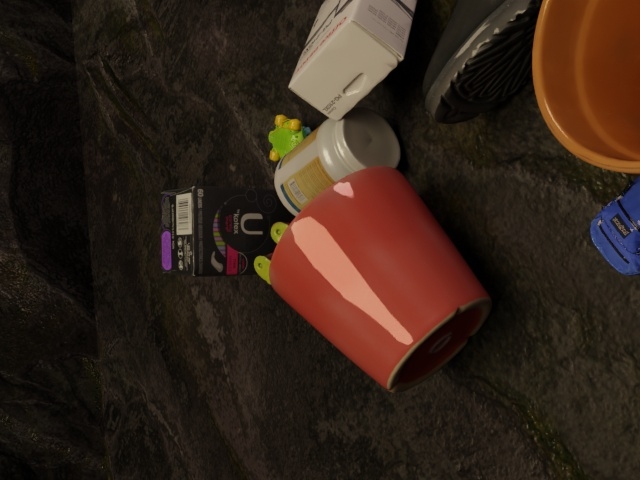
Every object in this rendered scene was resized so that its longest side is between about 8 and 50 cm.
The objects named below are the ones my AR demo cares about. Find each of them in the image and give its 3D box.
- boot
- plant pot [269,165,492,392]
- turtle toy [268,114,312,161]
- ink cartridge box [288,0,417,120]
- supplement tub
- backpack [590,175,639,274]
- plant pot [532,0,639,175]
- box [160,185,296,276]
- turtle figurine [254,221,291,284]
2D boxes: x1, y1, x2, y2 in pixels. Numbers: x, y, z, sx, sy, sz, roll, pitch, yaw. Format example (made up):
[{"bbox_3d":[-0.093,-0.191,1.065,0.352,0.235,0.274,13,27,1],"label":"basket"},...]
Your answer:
[{"bbox_3d":[0.180,-0.437,0.887,0.367,0.146,0.445,-48,58,29],"label":"boot"},{"bbox_3d":[0.100,0.070,0.946,0.243,0.274,0.275,48,128,28],"label":"plant pot"},{"bbox_3d":[-0.062,-0.201,1.280,0.130,0.066,0.095,30,114,49],"label":"turtle toy"},{"bbox_3d":[0.059,-0.332,1.004,0.172,0.100,0.237,-36,30,47],"label":"ink cartridge box"},{"bbox_3d":[0.027,-0.128,1.102,0.199,0.144,0.145,-31,67,49],"label":"supplement tub"},{"bbox_3d":[0.361,-0.021,0.710,0.120,0.101,0.098,-56,43,42],"label":"backpack"},{"bbox_3d":[0.373,-0.187,0.574,0.291,0.203,0.291,-27,59,58],"label":"plant pot"},{"bbox_3d":[-0.156,-0.017,1.241,0.143,0.270,0.165,0,91,52],"label":"box"},{"bbox_3d":[0.000,0.000,1.094,0.269,0.217,0.087,-45,66,33],"label":"turtle figurine"}]
